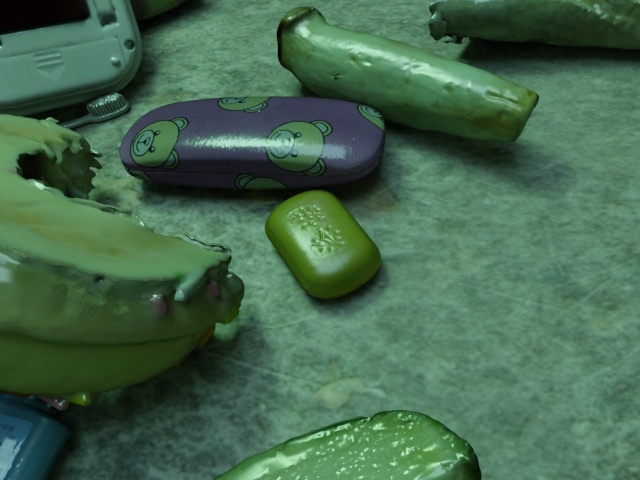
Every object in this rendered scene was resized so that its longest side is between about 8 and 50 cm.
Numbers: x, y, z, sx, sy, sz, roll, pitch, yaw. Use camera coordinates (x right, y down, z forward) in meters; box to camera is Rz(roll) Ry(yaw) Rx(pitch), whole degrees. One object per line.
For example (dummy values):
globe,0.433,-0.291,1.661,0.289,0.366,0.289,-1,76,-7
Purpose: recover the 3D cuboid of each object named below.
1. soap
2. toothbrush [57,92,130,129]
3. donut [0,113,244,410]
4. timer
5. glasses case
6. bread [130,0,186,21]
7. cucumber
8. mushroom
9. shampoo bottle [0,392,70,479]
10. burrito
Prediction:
soap,0.000,-0.001,0.609,0.089,0.045,0.140,-27,53,-14
toothbrush,-0.412,-0.142,0.807,0.307,0.029,0.025,-21,60,-3
donut,-0.271,0.004,0.533,0.371,0.307,0.150,35,110,29
timer,-0.382,-0.294,0.777,0.262,0.237,0.087,-20,16,-21
glasses case,-0.082,-0.116,0.688,0.316,0.075,0.123,2,45,14
bread,-0.372,-0.407,0.915,0.338,0.155,0.187,-28,51,-10
cucumber,-0.036,0.237,0.411,0.325,0.105,0.145,-31,27,-11
mushroom,0.084,-0.185,0.688,0.333,0.107,0.087,27,80,24
shampoo bottle,-0.287,0.207,0.504,0.104,0.061,0.258,7,56,14
burrito,0.312,-0.305,0.736,0.348,0.107,0.175,1,39,10
